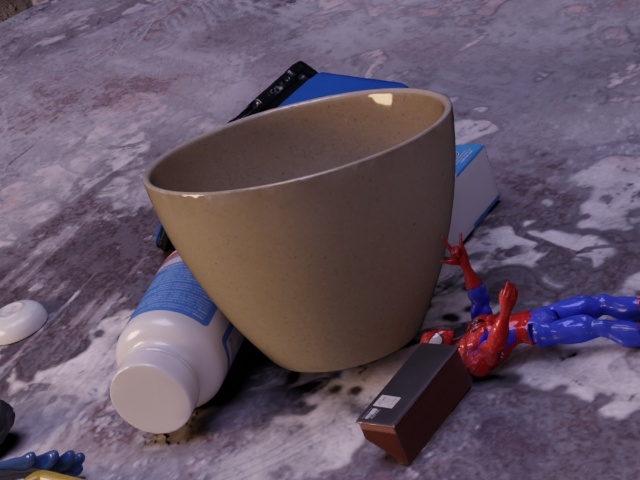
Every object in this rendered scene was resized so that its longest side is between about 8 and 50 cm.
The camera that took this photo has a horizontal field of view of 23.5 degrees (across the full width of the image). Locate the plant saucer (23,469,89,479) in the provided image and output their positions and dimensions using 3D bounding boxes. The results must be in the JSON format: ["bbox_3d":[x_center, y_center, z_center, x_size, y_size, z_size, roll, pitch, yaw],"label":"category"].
[{"bbox_3d":[-0.250,0.327,1.398,0.333,0.081,0.333,4,35,41],"label":"plant saucer"}]

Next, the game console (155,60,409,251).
[{"bbox_3d":[-0.051,-0.095,2.027,0.173,0.250,0.293,36,49,10],"label":"game console"}]

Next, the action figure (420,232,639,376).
[{"bbox_3d":[0.222,0.053,1.523,0.280,0.139,0.091,-15,26,17],"label":"action figure"}]

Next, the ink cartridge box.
[{"bbox_3d":[0.098,-0.049,1.860,0.191,0.082,0.139,-1,32,39],"label":"ink cartridge box"}]

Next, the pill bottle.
[{"bbox_3d":[-0.153,0.108,1.693,0.124,0.124,0.221,-10,27,21],"label":"pill bottle"}]

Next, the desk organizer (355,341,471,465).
[{"bbox_3d":[0.093,0.159,1.502,0.047,0.050,0.130,2,34,39],"label":"desk organizer"}]

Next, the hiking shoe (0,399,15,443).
[{"bbox_3d":[-0.459,0.214,1.723,0.227,0.114,0.086,-20,27,2],"label":"hiking shoe"}]

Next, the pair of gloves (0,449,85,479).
[{"bbox_3d":[-0.342,0.236,1.578,0.198,0.023,0.159,13,-25,-43],"label":"pair of gloves"}]

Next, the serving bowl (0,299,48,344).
[{"bbox_3d":[-0.397,0.101,1.993,0.083,0.027,0.083,-16,26,8],"label":"serving bowl"}]

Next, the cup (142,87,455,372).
[{"bbox_3d":[0.000,0.000,1.633,0.331,0.237,0.331,-12,17,4],"label":"cup"}]
